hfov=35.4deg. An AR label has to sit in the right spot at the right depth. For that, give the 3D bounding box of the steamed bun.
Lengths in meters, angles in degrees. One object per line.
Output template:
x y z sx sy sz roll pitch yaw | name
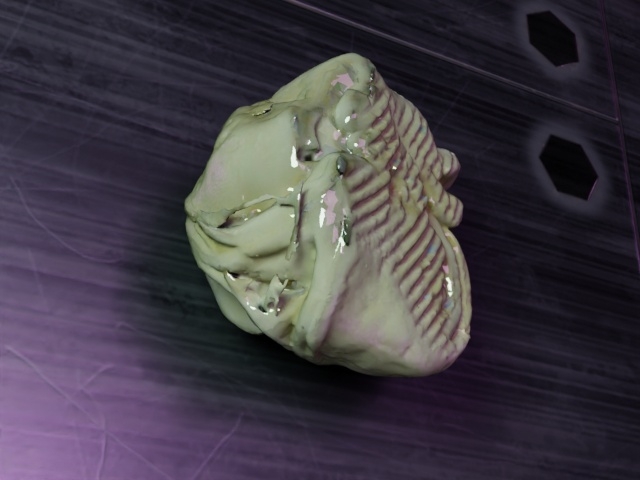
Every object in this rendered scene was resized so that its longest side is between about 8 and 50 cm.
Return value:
0.000 0.000 0.912 0.280 0.207 0.267 39 46 -43 | steamed bun
